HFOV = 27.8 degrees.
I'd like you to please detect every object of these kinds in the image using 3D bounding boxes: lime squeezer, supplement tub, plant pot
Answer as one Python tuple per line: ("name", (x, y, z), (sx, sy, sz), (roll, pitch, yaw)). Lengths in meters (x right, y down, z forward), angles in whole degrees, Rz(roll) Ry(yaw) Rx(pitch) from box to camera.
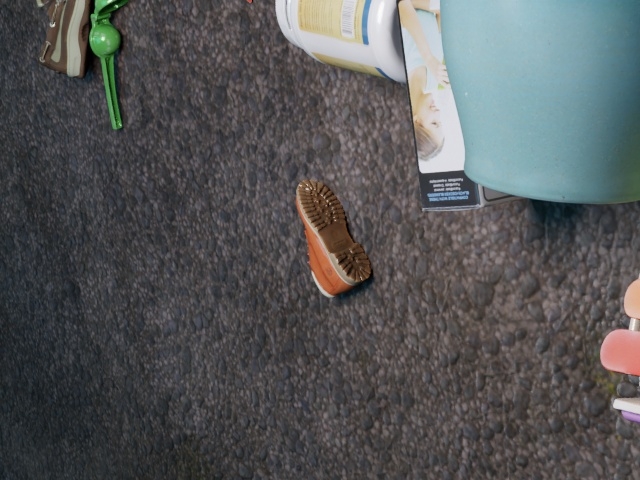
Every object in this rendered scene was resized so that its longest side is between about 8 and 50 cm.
("lime squeezer", (-0.310, -0.325, 2.013), (0.110, 0.059, 0.310), (30, 126, 7))
("supplement tub", (0.057, -0.264, 1.483), (0.200, 0.144, 0.144), (22, 116, 46))
("plant pot", (0.234, -0.174, 1.180), (0.272, 0.272, 0.255), (20, 114, 47))

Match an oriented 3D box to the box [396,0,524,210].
("box", (0.174, -0.184, 1.345), (0.087, 0.169, 0.289), (-1, 98, 49))

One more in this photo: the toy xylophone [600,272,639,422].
("toy xylophone", (0.345, 0.022, 1.165), (0.236, 0.081, 0.322), (-10, 64, 60))

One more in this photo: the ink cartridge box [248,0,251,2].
("ink cartridge box", (-0.147, -0.425, 1.778), (0.179, 0.045, 0.145), (43, 131, 39))

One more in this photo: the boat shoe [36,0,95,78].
("boat shoe", (-0.404, -0.379, 2.042), (0.095, 0.095, 0.257), (-82, 5, -61))

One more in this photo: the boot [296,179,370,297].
("boot", (0.000, 0.000, 1.700), (0.084, 0.059, 0.158), (-44, 67, 53))
